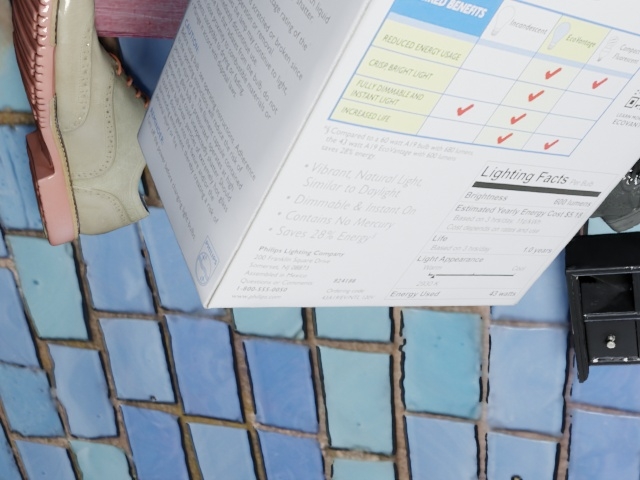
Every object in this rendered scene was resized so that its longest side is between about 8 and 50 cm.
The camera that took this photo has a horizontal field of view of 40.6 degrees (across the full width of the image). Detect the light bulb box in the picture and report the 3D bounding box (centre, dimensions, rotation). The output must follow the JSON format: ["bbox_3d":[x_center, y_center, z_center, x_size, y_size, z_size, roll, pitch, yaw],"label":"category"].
[{"bbox_3d":[0.088,-0.140,0.716,0.357,0.225,0.361,2,134,-36],"label":"light bulb box"}]

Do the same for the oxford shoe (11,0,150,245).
[{"bbox_3d":[-0.254,-0.167,0.960,0.146,0.140,0.397,-10,140,-21],"label":"oxford shoe"}]

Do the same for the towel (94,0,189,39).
[{"bbox_3d":[-0.193,-0.364,0.876,0.237,0.037,0.329,5,122,13],"label":"towel"}]

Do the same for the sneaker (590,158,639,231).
[{"bbox_3d":[0.323,-0.066,0.896,0.089,0.051,0.170,41,127,-16],"label":"sneaker"}]

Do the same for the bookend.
[{"bbox_3d":[0.358,0.074,0.961,0.156,0.072,0.157,-4,120,19],"label":"bookend"}]
